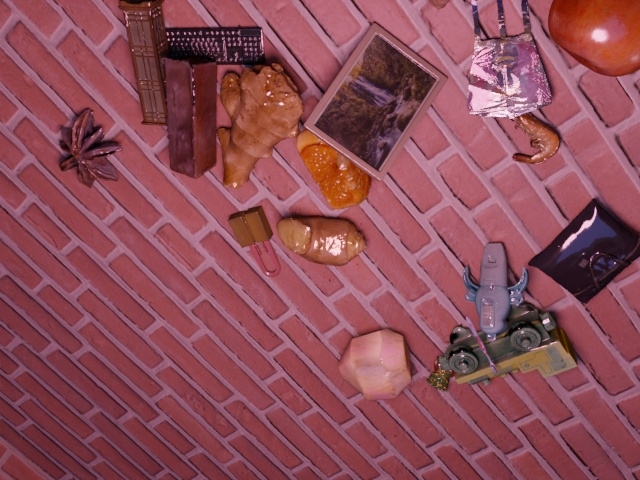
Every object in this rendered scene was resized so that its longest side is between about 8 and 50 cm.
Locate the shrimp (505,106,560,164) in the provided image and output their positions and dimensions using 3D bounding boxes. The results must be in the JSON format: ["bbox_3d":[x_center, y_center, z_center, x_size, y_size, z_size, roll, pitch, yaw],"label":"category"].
[{"bbox_3d":[0.523,-0.263,1.589,0.178,0.034,0.124,29,126,-8],"label":"shrimp"}]

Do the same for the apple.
[{"bbox_3d":[0.633,-0.488,1.337,0.253,0.253,0.254,5,119,8],"label":"apple"}]

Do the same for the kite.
[{"bbox_3d":[0.443,-0.470,1.485,0.204,0.022,0.361,-3,113,17],"label":"kite"}]

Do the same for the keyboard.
[{"bbox_3d":[-0.298,-0.509,1.616,0.309,0.018,0.101,3,119,9],"label":"keyboard"}]

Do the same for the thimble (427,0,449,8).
[{"bbox_3d":[0.280,-0.643,1.339,0.148,0.196,0.229,34,149,-5],"label":"thimble"}]

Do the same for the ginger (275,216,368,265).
[{"bbox_3d":[0.000,0.000,1.768,0.267,0.152,0.138,8,93,-13],"label":"ginger"}]

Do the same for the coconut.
[{"bbox_3d":[0.167,0.390,1.914,0.236,0.197,0.237,2,121,4],"label":"coconut"}]

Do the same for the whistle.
[{"bbox_3d":[0.482,0.144,1.727,0.186,0.093,0.274,0,82,35],"label":"whistle"}]

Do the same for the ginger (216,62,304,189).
[{"bbox_3d":[-0.200,-0.305,1.629,0.236,0.166,0.375,40,118,-17],"label":"ginger"}]

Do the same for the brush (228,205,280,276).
[{"bbox_3d":[-0.184,0.016,1.862,0.103,0.047,0.233,-14,115,18],"label":"brush"}]

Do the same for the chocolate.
[{"bbox_3d":[-0.336,-0.333,1.640,0.111,0.112,0.321,21,124,26],"label":"chocolate"}]

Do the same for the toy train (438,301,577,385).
[{"bbox_3d":[0.545,0.335,1.847,0.368,0.150,0.237,-28,116,25],"label":"toy train"}]

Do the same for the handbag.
[{"bbox_3d":[0.731,0.038,1.678,0.211,0.089,0.254,35,120,-3],"label":"handbag"}]

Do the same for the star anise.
[{"bbox_3d":[-0.670,-0.258,1.787,0.229,0.093,0.236,3,115,16],"label":"star anise"}]

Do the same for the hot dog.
[{"bbox_3d":[0.042,-0.218,1.630,0.150,0.153,0.257,-9,133,28],"label":"hot dog"}]

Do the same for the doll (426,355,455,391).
[{"bbox_3d":[0.386,0.426,1.959,0.078,0.077,0.113,25,119,7],"label":"doll"}]

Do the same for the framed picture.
[{"bbox_3d":[0.138,-0.340,1.517,0.240,0.020,0.324,36,82,-8],"label":"framed picture"}]

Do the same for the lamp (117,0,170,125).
[{"bbox_3d":[-0.438,-0.463,1.607,0.090,0.089,0.325,6,125,9],"label":"lamp"}]

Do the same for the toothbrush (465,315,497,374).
[{"bbox_3d":[0.454,0.295,1.748,0.013,0.019,0.193,-25,98,25],"label":"toothbrush"}]
